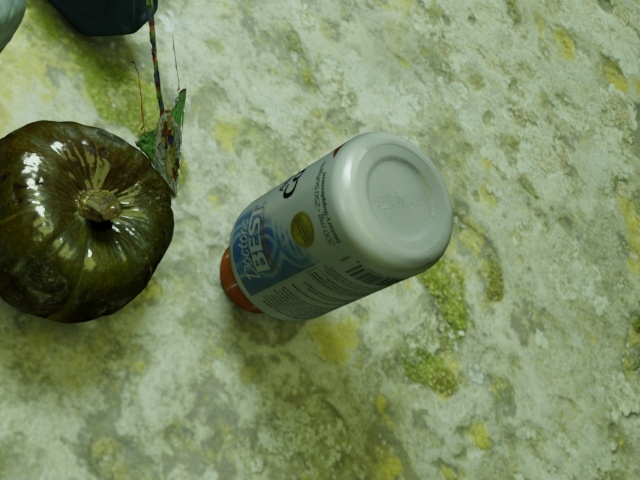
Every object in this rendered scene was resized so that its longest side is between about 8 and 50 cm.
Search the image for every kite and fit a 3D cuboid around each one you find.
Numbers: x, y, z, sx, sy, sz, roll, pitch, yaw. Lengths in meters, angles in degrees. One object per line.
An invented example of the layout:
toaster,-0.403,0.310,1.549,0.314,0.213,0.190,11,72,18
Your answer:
kite,-0.185,-0.164,1.165,0.198,0.006,0.244,-66,152,-65

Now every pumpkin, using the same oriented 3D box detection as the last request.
pumpkin,-0.254,-0.022,1.046,0.219,0.162,0.218,14,67,-36

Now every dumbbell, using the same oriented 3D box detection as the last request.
dumbbell,-0.200,-0.384,1.235,0.316,0.157,0.143,-54,136,-37

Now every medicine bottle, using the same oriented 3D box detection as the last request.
medicine bottle,0.000,0.000,1.137,0.157,0.289,0.156,15,64,-33

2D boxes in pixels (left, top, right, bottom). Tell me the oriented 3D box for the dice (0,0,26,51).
dice,-0.477,-0.184,0.832,0.328,0.330,0.348,43,51,-14
